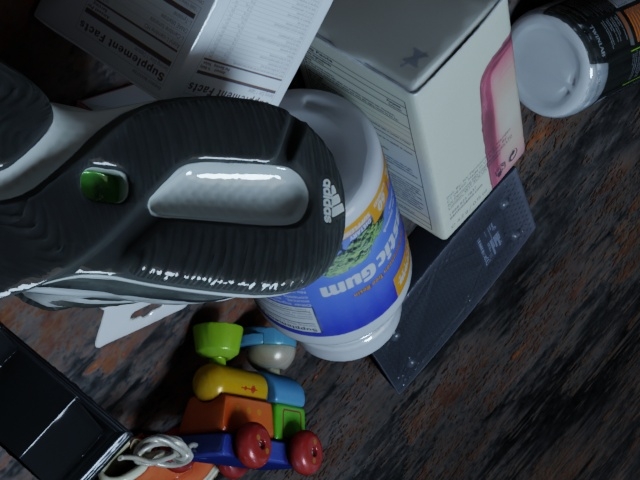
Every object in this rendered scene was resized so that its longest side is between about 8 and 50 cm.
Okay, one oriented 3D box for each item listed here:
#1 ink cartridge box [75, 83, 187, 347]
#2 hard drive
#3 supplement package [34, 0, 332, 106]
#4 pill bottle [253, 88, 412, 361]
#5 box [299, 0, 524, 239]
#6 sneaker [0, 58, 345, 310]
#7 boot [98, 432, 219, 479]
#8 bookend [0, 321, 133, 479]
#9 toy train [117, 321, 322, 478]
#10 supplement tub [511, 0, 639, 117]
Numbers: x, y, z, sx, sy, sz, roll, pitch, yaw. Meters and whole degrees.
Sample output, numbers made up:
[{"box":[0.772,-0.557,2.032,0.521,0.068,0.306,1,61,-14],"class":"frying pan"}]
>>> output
[{"box":[-0.143,-0.024,1.284,0.115,0.067,0.198,-23,138,-45],"class":"ink cartridge box"},{"box":[0.135,0.037,1.814,0.254,0.054,0.172,-50,152,-10],"class":"hard drive"},{"box":[-0.062,-0.220,1.119,0.139,0.134,0.244,8,113,-61],"class":"supplement package"},{"box":[0.000,0.000,1.448,0.152,0.152,0.272,-47,151,-15],"class":"pill bottle"},{"box":[0.079,-0.135,1.428,0.127,0.148,0.232,-47,152,-17],"class":"box"},{"box":[-0.234,-0.014,1.041,0.447,0.257,0.169,9,73,-30],"class":"sneaker"},{"box":[-0.149,0.208,1.552,0.158,0.059,0.084,-34,141,-33],"class":"boot"},{"box":[-0.234,0.093,1.174,0.072,0.156,0.157,-48,151,-14],"class":"bookend"},{"box":[-0.098,0.138,1.491,0.248,0.105,0.143,19,66,-55],"class":"toy train"},{"box":[0.287,-0.206,1.716,0.190,0.117,0.117,-26,141,-44],"class":"supplement tub"}]
